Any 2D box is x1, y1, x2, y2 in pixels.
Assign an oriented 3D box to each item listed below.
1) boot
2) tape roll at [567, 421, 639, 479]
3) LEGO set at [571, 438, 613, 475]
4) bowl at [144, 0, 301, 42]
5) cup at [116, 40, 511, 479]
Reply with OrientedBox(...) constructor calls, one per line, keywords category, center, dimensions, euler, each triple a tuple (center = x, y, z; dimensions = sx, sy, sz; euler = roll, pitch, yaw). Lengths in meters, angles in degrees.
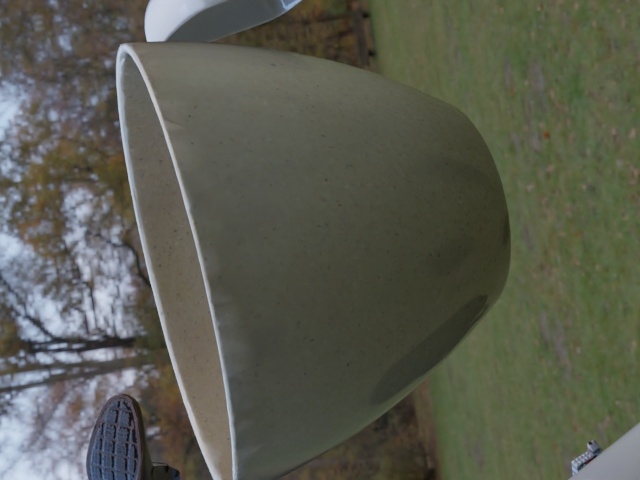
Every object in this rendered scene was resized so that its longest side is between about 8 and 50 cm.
OrientedBox(category="boot", center=(-0.227, 0.284, 1.142), dimensions=(0.106, 0.082, 0.219), euler=(-19, -66, -68))
OrientedBox(category="tape roll", center=(0.358, 0.306, 0.903), dimensions=(0.246, 0.169, 0.246), euler=(32, 134, 40))
OrientedBox(category="LEGO set", center=(0.503, 0.366, 1.263), dimensions=(0.331, 0.255, 0.192), euler=(-124, 14, -52))
OrientedBox(category="bowl", center=(-0.068, -0.198, 0.712), dimensions=(0.142, 0.142, 0.053), euler=(-15, 102, 63))
OrientedBox(category="cup", center=(0.000, 0.000, 0.699), dimensions=(0.331, 0.237, 0.330), euler=(167, 90, -75))
